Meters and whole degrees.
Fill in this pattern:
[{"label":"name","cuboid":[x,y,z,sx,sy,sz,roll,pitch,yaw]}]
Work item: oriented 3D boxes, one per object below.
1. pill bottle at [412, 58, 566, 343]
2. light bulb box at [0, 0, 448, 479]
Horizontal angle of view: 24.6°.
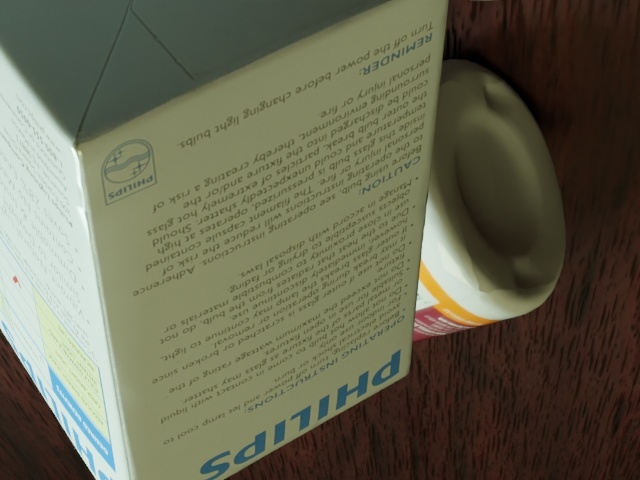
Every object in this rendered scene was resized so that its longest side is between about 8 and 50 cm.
[{"label":"pill bottle","cuboid":[0.000,0.000,1.320,0.392,0.224,0.224,-17,145,37]},{"label":"light bulb box","cuboid":[-0.119,-0.086,0.910,0.225,0.358,0.361,-27,147,-21]}]
